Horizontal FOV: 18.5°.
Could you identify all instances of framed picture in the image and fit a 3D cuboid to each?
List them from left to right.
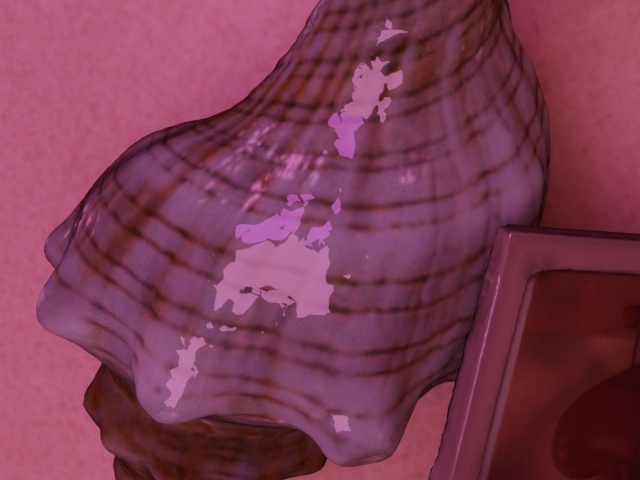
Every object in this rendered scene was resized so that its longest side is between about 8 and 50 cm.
[{"bbox_3d":[0.129,0.136,0.835,0.211,0.020,0.289,4,107,-29],"label":"framed picture"}]

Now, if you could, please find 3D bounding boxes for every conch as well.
[{"bbox_3d":[-0.001,0.012,0.801,0.203,0.169,0.386,17,140,-20],"label":"conch"}]
